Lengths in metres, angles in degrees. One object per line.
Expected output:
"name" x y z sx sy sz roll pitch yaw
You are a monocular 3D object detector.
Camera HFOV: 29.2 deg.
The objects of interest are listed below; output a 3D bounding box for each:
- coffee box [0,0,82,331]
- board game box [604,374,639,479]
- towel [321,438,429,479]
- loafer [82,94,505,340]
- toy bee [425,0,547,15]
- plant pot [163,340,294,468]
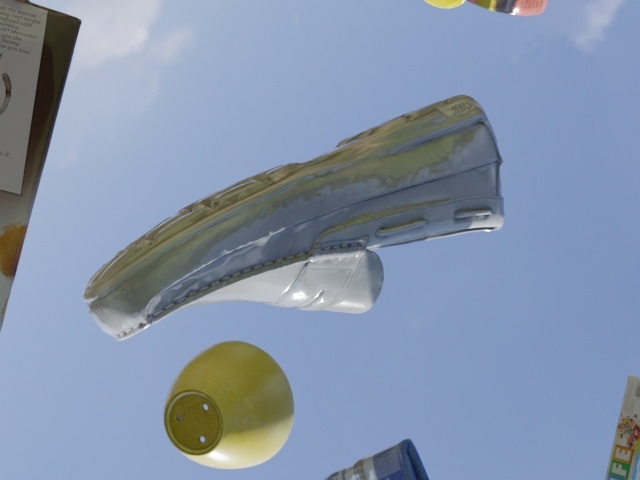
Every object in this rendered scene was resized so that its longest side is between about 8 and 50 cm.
"coffee box" -0.224 -0.014 0.727 0.141 0.098 0.246 132 -30 -58
"board game box" 0.292 0.203 1.088 0.026 0.103 0.154 11 -95 44
"towel" 0.057 0.299 1.088 0.034 0.209 0.285 -11 163 -22
"loafer" 0.000 0.000 0.801 0.319 0.111 0.112 -24 -175 -28
"toy bee" 0.098 -0.273 0.933 0.162 0.195 0.298 8 -156 2
"plant pot" -0.107 0.175 1.246 0.134 0.134 0.095 -29 173 23
